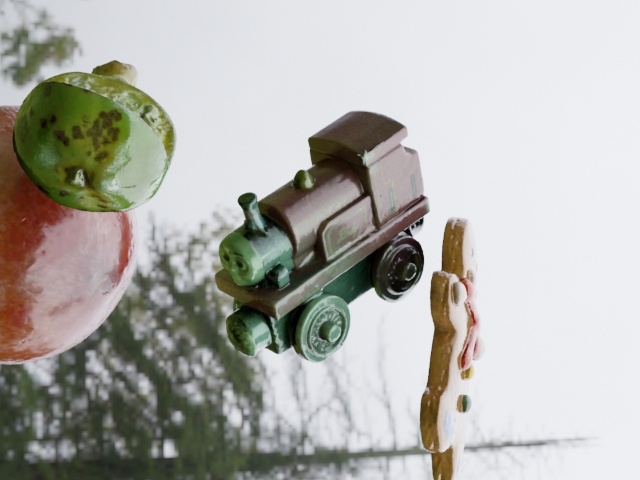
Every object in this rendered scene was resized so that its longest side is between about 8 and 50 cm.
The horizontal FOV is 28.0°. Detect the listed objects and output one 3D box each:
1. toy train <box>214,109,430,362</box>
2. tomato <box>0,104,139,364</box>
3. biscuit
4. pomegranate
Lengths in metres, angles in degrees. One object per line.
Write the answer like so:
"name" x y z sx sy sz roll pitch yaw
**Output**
"toy train" 0.000 0.000 1.511 0.150 0.304 0.222 21 -44 42
"tomato" -0.305 -0.001 1.295 0.265 0.264 0.265 -179 -90 -71
"biscuit" 0.160 0.116 1.509 0.205 0.049 0.324 69 24 -53
"pomegranate" -0.202 -0.089 1.146 0.169 0.143 0.122 -115 -137 -66
